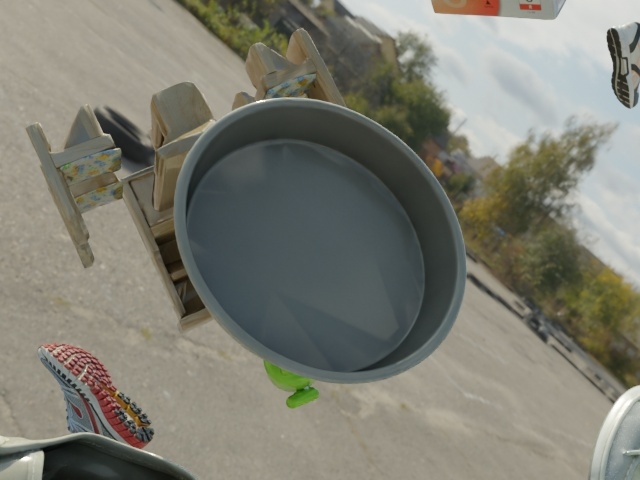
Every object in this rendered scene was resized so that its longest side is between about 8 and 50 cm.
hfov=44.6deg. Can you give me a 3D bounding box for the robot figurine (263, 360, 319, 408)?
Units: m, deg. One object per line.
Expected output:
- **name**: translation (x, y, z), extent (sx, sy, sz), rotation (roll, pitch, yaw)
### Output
- **robot figurine**: translation (-0.032, 0.139, 0.901), extent (0.101, 0.067, 0.115), rotation (62, -10, 15)

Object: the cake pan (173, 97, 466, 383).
- **cake pan**: translation (0.000, 0.000, 0.741), extent (0.293, 0.293, 0.054), rotation (42, -36, 1)

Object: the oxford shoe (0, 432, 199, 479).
- **oxford shoe**: translation (-0.266, 0.179, 0.499), extent (0.449, 0.130, 0.169), rotation (15, 28, -25)

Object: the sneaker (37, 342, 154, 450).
- **sneaker**: translation (-0.353, 0.241, 1.160), extent (0.225, 0.093, 0.088), rotation (46, 9, 17)

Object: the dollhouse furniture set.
- **dollhouse furniture set**: translation (-0.161, -0.042, 1.087), extent (0.257, 0.362, 0.394), rotation (63, -18, 7)

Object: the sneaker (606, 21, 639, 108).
- **sneaker**: translation (0.368, -0.206, 0.918), extent (0.040, 0.043, 0.109), rotation (-119, -173, -54)

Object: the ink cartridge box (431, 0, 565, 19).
- **ink cartridge box**: translation (0.165, -0.308, 0.787), extent (0.145, 0.045, 0.179), rotation (15, -28, 35)

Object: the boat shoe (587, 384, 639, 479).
- **boat shoe**: translation (0.417, 0.222, 0.892), extent (0.103, 0.320, 0.118), rotation (9, -65, 51)
